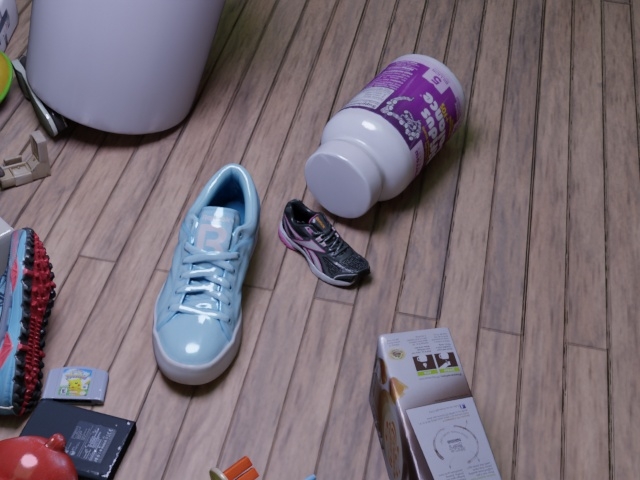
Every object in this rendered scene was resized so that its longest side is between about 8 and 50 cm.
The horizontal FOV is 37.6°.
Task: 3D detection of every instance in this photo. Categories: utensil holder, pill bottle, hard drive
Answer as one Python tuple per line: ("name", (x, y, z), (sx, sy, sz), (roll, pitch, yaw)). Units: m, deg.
("utensil holder", (-0.319, -0.419, 1.583), (0.327, 0.385, 0.328), (15, 37, -12))
("pill bottle", (0.106, -0.171, 1.559), (0.169, 0.169, 0.301), (26, 50, 21))
("hard drive", (-0.318, 0.259, 1.210), (0.135, 0.022, 0.094), (12, 46, 9))

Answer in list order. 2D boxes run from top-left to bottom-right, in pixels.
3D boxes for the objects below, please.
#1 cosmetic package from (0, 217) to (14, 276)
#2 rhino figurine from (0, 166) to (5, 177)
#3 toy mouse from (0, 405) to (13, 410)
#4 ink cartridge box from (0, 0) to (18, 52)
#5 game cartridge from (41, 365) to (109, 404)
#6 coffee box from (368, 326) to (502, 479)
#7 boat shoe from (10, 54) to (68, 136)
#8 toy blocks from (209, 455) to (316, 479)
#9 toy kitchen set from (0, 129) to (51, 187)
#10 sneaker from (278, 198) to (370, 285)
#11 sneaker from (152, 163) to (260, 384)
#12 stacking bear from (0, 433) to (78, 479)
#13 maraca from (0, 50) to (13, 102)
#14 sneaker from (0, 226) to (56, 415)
("cosmetic package", (-0.583, 0.064, 1.316), (0.296, 0.129, 0.153), (-34, 55, -31))
("rhino figurine", (-0.639, -0.093, 1.510), (0.243, 0.073, 0.106), (12, 43, 11))
("toy mouse", (-0.454, 0.218, 1.185), (0.143, 0.031, 0.161), (-10, 86, -1))
("ink cartridge box", (-0.689, -0.404, 1.804), (0.158, 0.092, 0.218), (3, 43, -1))
("game cartridge", (-0.332, 0.197, 1.277), (0.083, 0.017, 0.056), (2, 41, -2))
("coffee box", (0.137, 0.249, 1.163), (0.098, 0.141, 0.247), (-6, 45, -9))
("boat shoe", (-0.491, -0.268, 1.685), (0.068, 0.081, 0.228), (-23, 48, -18))
("toy blocks", (-0.081, 0.313, 1.147), (0.148, 0.054, 0.123), (-29, 54, -28))
("toy kitchen set", (-0.504, -0.143, 1.564), (0.083, 0.075, 0.068), (-20, 48, -27))
("sneaker", (0.000, 0.000, 1.448), (0.178, 0.077, 0.072), (33, 53, 25))
("sneaker", (-0.167, 0.030, 1.357), (0.135, 0.150, 0.366), (4, 45, 2))
("stacking bear", (-0.391, 0.332, 1.048), (0.164, 0.175, 0.289), (22, 40, 20))
("maraca", (-0.625, -0.266, 1.670), (0.127, 0.099, 0.186), (24, 73, 12))
("sneaker", (-0.437, 0.102, 1.264), (0.125, 0.104, 0.262), (0, 66, 4))
